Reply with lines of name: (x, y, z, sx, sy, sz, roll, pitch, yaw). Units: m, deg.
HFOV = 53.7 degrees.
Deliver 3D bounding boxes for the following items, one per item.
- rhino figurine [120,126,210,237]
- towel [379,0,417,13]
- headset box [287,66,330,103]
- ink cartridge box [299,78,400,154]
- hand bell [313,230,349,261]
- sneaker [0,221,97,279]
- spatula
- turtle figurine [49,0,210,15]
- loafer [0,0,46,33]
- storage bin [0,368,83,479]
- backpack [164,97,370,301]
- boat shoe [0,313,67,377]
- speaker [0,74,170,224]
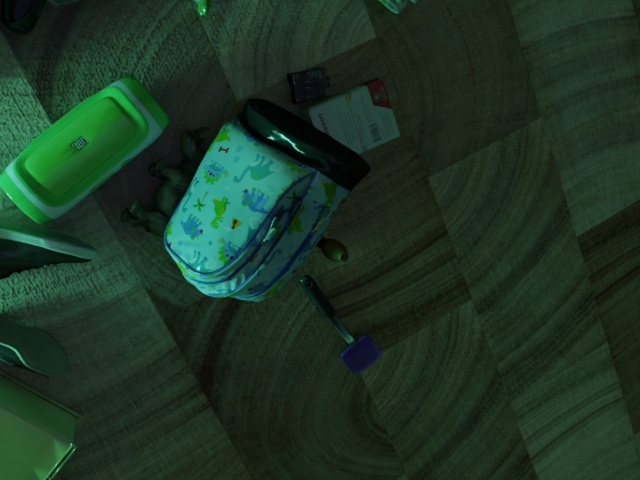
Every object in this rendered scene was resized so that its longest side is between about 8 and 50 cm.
rhino figurine: (-0.279, -0.116, 1.227, 0.106, 0.073, 0.243, 32, 87, -26)
towel: (0.121, -0.689, 1.243, 0.320, 0.090, 0.375, 24, 92, -23)
headset box: (-0.021, -0.320, 1.299, 0.083, 0.032, 0.062, -14, 106, -15)
ink cartridge box: (0.061, -0.246, 1.322, 0.175, 0.072, 0.127, -25, 109, -13)
hand bell: (0.000, 0.000, 1.257, 0.126, 0.242, 0.126, -5, 105, -22)
sneaker: (-0.563, 0.047, 1.135, 0.295, 0.104, 0.147, 9, 95, -23)
spatula: (0.039, 0.190, 1.429, 0.084, 0.030, 0.296, -38, 111, -6)
turtle figurine: (-0.305, -0.464, 1.083, 0.266, 0.275, 0.198, 18, 129, -26)
loafer: (-0.485, -0.462, 1.075, 0.076, 0.078, 0.223, 20, 94, -23)
storage bin: (-0.638, 0.393, 1.179, 0.262, 0.123, 0.260, 40, 87, -23)
backpack: (-0.125, -0.057, 1.191, 0.273, 0.290, 0.356, -5, 127, -54)
boat shoe: (-0.582, 0.201, 1.203, 0.065, 0.075, 0.206, -29, 124, 34)
speaker: (-0.420, -0.164, 1.138, 0.296, 0.131, 0.131, -41, 112, -7)
